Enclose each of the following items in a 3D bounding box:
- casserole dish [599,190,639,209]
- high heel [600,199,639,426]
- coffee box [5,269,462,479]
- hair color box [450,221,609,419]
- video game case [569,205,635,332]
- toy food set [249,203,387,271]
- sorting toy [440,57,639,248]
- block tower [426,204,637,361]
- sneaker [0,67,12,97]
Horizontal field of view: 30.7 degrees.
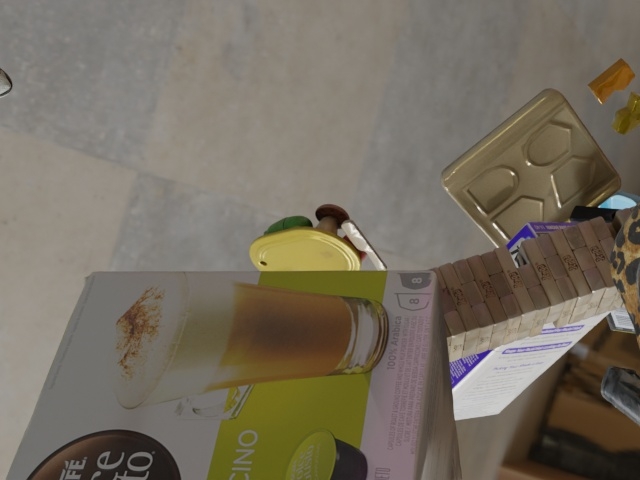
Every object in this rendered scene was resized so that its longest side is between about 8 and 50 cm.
[{"bbox_3d":[0.582,-0.028,2.192,0.037,0.114,0.188,-50,144,-26],"label":"casserole dish"},{"bbox_3d":[0.347,0.072,1.089,0.186,0.093,0.261,-134,-132,-67],"label":"high heel"},{"bbox_3d":[-0.059,0.260,1.036,0.337,0.334,0.338,-77,162,-44],"label":"coffee box"},{"bbox_3d":[0.266,0.118,1.623,0.185,0.110,0.339,0,142,-42],"label":"hair color box"},{"bbox_3d":[0.526,0.058,1.748,0.035,0.248,0.275,-59,138,-30],"label":"video game case"},{"bbox_3d":[0.000,0.000,1.686,0.128,0.218,0.071,45,49,-34],"label":"toy food set"},{"bbox_3d":[0.346,-0.122,1.708,0.307,0.041,0.229,-39,128,9],"label":"sorting toy"},{"bbox_3d":[0.245,0.054,1.355,0.097,0.336,0.091,82,-11,-64],"label":"block tower"},{"bbox_3d":[-0.275,-0.136,0.933,0.083,0.037,0.031,30,74,-50],"label":"sneaker"}]
